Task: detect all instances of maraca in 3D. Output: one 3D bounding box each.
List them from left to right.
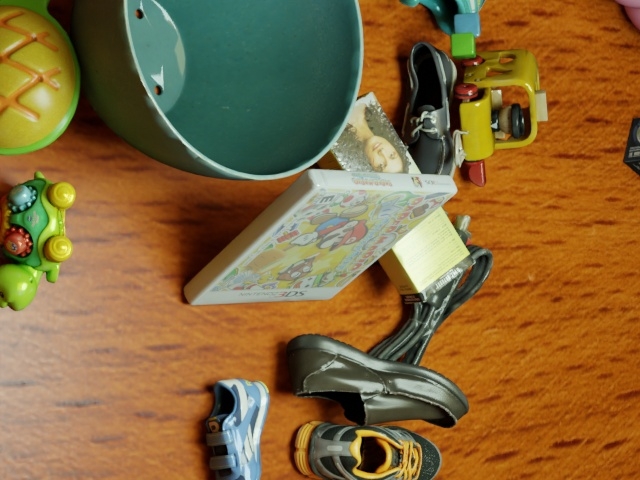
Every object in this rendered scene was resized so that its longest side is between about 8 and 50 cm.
[{"bbox_3d":[-0.284,-0.166,1.264,0.127,0.099,0.186,-9,77,-9],"label":"maraca"}]

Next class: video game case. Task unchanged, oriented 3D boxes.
[{"bbox_3d":[0.000,0.000,1.445,0.206,0.227,0.026,0,58,-44],"label":"video game case"}]

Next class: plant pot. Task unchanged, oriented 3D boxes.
[{"bbox_3d":[-0.129,-0.194,1.349,0.290,0.195,0.290,5,82,-44],"label":"plant pot"}]

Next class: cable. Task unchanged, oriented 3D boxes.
[{"bbox_3d":[0.119,0.080,1.677,0.139,0.072,0.287,37,74,-44],"label":"cable"}]

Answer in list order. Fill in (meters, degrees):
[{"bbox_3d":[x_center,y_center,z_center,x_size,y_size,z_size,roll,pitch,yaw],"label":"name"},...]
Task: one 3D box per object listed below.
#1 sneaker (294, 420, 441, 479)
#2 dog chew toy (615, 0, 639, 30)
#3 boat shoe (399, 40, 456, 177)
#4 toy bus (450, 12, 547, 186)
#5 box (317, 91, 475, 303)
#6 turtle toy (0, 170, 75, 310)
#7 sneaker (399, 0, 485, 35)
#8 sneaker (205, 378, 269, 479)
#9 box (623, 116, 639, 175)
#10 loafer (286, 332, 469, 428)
[{"bbox_3d":[0.070,0.247,1.577,0.215,0.083,0.084,11,77,-44],"label":"sneaker"},{"bbox_3d":[0.531,-0.365,2.009,0.332,0.206,0.207,18,74,-34],"label":"dog chew toy"},{"bbox_3d":[0.120,-0.141,1.661,0.065,0.075,0.206,43,48,-55],"label":"boat shoe"},{"bbox_3d":[0.222,-0.161,1.695,0.191,0.104,0.202,53,35,-68],"label":"toy bus"},{"bbox_3d":[0.076,-0.046,1.586,0.087,0.058,0.232,-37,101,-22],"label":"box"},{"bbox_3d":[-0.267,0.000,1.280,0.066,0.095,0.130,6,80,-22],"label":"turtle toy"},{"bbox_3d":[0.107,-0.338,1.662,0.275,0.107,0.110,29,76,-38],"label":"sneaker"},{"bbox_3d":[-0.094,0.210,1.445,0.059,0.053,0.144,24,61,-41],"label":"sneaker"},{"bbox_3d":[0.556,-0.113,2.035,0.180,0.147,0.078,33,64,-36],"label":"box"},{"bbox_3d":[0.058,0.173,1.544,0.220,0.080,0.078,19,65,-13],"label":"loafer"}]
